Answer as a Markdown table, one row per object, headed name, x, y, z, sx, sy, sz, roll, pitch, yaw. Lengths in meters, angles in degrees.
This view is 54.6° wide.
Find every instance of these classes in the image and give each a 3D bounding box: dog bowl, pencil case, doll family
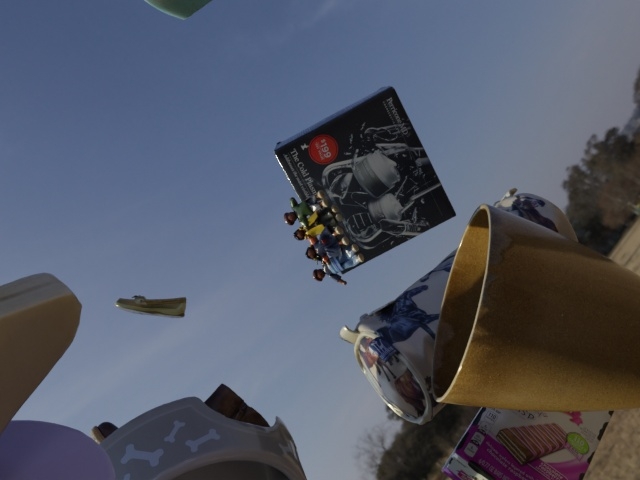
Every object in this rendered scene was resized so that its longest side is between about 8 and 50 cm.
| name | x | y | z | sx | sy | sz | roll | pitch | yaw |
| --- | --- | --- | --- | --- | --- | --- | --- | --- | --- |
| dog bowl | -0.165 | 0.384 | 0.831 | 0.349 | 0.102 | 0.348 | -11 | -65 | -25 |
| pencil case | 0.232 | 0.087 | 0.984 | 0.410 | 0.183 | 0.160 | -39 | -4 | -22 |
| doll family | 0.000 | 0.000 | 1.201 | 0.111 | 0.193 | 0.076 | -31 | -13 | 22 |

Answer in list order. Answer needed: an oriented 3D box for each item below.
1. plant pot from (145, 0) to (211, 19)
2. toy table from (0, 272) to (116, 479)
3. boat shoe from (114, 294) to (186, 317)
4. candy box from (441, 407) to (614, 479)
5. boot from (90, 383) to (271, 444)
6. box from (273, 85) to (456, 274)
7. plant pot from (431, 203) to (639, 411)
| name | x | y | z | sx | sy | sz | roll | pitch | yaw |
| --- | --- | --- | --- | --- | --- | --- | --- | --- | --- |
| plant pot | -0.352 | -0.688 | 1.477 | 0.248 | 0.247 | 0.252 | -31 | -46 | 11 |
| toy table | -0.224 | 0.121 | 0.274 | 0.274 | 0.252 | 0.160 | -36 | -38 | -54 |
| boat shoe | -0.378 | 0.141 | 1.385 | 0.056 | 0.153 | 0.048 | 130 | 146 | -71 |
| candy box | 0.304 | 0.282 | 0.892 | 0.233 | 0.159 | 0.071 | -42 | -24 | -37 |
| boot | -0.234 | 0.327 | 1.054 | 0.207 | 0.248 | 0.090 | -53 | 5 | -24 |
| box | 0.104 | -0.151 | 1.510 | 0.313 | 0.343 | 0.179 | -28 | 13 | 5 |
| plant pot | 0.282 | 0.103 | 0.721 | 0.237 | 0.255 | 0.237 | 15 | -90 | -87 |
